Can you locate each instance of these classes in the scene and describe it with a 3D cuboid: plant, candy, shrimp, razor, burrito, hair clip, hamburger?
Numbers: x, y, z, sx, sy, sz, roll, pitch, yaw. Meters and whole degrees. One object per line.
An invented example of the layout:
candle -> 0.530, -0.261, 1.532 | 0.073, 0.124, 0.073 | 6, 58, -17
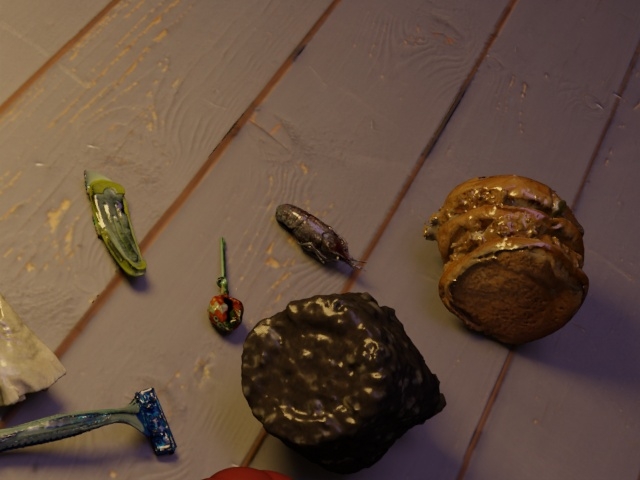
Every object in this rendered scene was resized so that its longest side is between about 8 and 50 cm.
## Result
plant -> 0.041, 0.191, 1.993 | 0.215, 0.213, 0.312 | 56, 8, 18
candy -> -0.138, 0.058, 2.105 | 0.055, 0.049, 0.184 | 49, 22, -37
shrimp -> 0.000, 0.000, 2.235 | 0.165, 0.065, 0.056 | 42, 73, -3
razor -> -0.324, 0.232, 1.804 | 0.324, 0.056, 0.093 | -4, 58, -36
burrito -> -0.479, 0.052, 1.837 | 0.392, 0.076, 0.117 | 46, 43, 8
hair clip -> -0.284, -0.021, 2.070 | 0.060, 0.033, 0.188 | 2, 50, -37
hamburger -> 0.287, 0.017, 2.297 | 0.260, 0.245, 0.211 | 6, 50, 3

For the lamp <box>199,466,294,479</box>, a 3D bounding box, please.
lamp -> -0.086, 0.377, 1.721 | 0.227, 0.227, 0.227 | 19, 45, -20
